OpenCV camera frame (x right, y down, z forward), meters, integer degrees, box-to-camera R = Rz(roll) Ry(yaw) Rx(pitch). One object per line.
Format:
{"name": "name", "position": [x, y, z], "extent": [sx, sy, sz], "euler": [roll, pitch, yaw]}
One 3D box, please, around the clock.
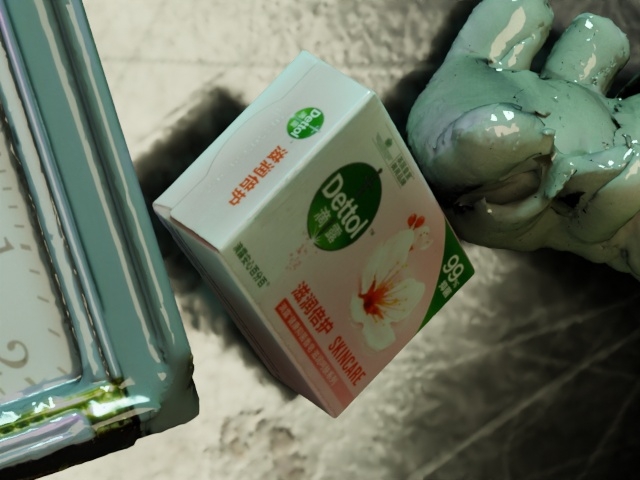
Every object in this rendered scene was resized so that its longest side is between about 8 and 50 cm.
{"name": "clock", "position": [-0.168, -0.021, 0.742], "extent": [0.186, 0.083, 0.253], "euler": [-18, 96, -16]}

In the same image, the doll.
{"name": "doll", "position": [0.129, -0.029, 0.818], "extent": [0.192, 0.149, 0.095], "euler": [12, 124, -7]}

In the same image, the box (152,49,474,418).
{"name": "box", "position": [0.000, 0.000, 0.780], "extent": [0.089, 0.043, 0.125], "euler": [-47, 139, -11]}
